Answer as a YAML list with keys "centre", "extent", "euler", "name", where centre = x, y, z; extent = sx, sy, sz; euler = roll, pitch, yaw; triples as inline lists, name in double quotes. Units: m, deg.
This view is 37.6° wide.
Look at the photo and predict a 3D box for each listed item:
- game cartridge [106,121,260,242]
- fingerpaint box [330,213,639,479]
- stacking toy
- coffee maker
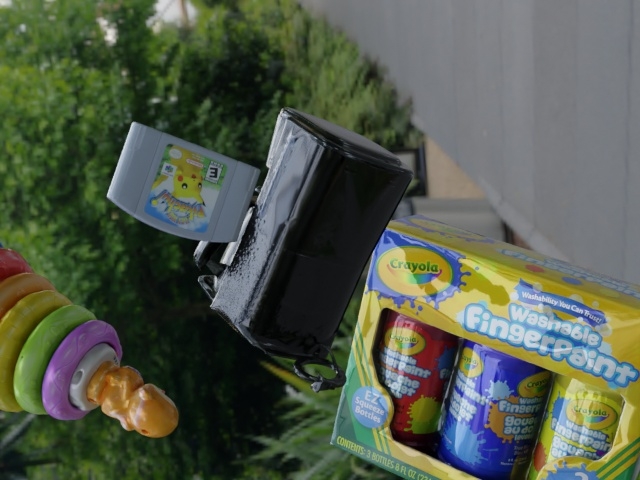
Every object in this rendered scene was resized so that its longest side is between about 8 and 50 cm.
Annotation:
- centre: [-0.082, -0.031, 0.563]
  extent: [0.017, 0.083, 0.056]
  euler: [17, 88, 70]
  name: "game cartridge"
- centre: [0.269, 0.202, 1.391]
  extent: [0.163, 0.444, 0.371]
  euler: [-15, -59, -60]
  name: "fingerpaint box"
- centre: [-0.267, 0.120, 0.945]
  extent: [0.166, 0.301, 0.175]
  euler: [-54, -25, -36]
  name: "stacking toy"
- centre: [0.000, 0.000, 0.774]
  extent: [0.120, 0.171, 0.178]
  euler: [0, -61, -57]
  name: "coffee maker"
